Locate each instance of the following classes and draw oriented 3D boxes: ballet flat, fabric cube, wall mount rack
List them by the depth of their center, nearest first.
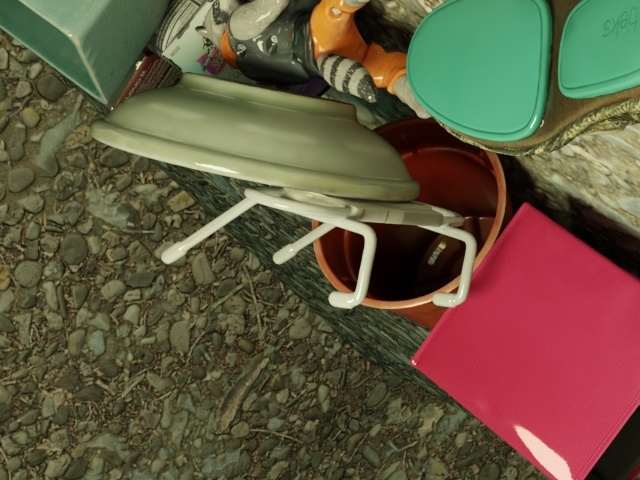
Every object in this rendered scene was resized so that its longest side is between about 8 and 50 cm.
[{"bbox_3d":[0.245,-0.149,1.067,0.182,0.164,0.483,7,180,-20],"label":"ballet flat"},{"bbox_3d":[0.000,0.000,1.477,0.304,0.130,0.350,17,-171,39],"label":"wall mount rack"},{"bbox_3d":[0.318,0.146,1.576,0.258,0.254,0.259,37,-174,28],"label":"fabric cube"}]

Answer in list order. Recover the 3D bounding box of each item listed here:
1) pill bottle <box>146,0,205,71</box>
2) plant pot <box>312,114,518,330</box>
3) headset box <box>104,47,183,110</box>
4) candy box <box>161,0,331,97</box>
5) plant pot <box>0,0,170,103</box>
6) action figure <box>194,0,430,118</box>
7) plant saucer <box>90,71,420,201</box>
[{"bbox_3d":[-0.168,-0.299,1.813,0.246,0.130,0.130,36,169,12],"label":"pill bottle"},{"bbox_3d":[0.170,0.007,1.715,0.272,0.272,0.265,30,175,36],"label":"plant pot"},{"bbox_3d":[-0.338,-0.325,1.966,0.218,0.110,0.293,37,-159,2],"label":"headset box"},{"bbox_3d":[-0.085,-0.250,1.676,0.196,0.070,0.165,40,129,-12],"label":"candy box"},{"bbox_3d":[-0.313,-0.377,1.626,0.247,0.252,0.248,36,169,7],"label":"plant pot"},{"bbox_3d":[-0.032,-0.259,1.434,0.330,0.178,0.341,11,157,46],"label":"action figure"},{"bbox_3d":[-0.070,-0.135,1.502,0.400,0.100,0.400,11,-173,-1],"label":"plant saucer"}]
